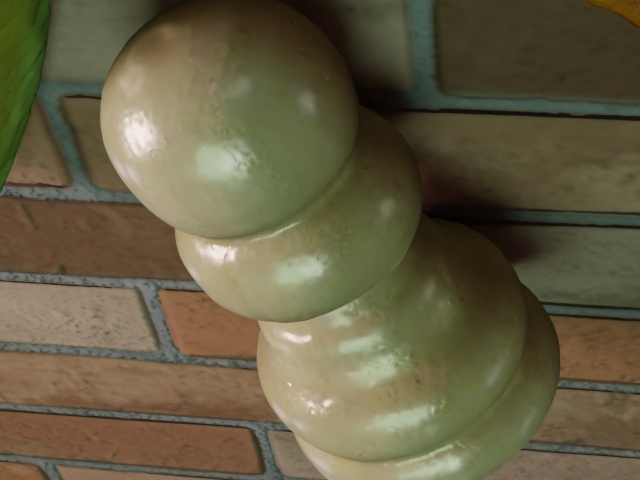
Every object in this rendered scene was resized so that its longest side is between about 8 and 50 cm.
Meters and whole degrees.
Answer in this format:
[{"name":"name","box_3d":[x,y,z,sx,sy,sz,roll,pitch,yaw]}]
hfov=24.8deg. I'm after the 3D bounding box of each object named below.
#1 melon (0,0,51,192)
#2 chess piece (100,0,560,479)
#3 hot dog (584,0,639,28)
[{"name":"melon","box_3d":[-0.220,-0.088,0.702,0.196,0.124,0.323,16,139,-23]},{"name":"chess piece","box_3d":[0.000,0.000,0.759,0.167,0.167,0.299,-10,139,26]},{"name":"hot dog","box_3d":[0.051,-0.171,0.560,0.286,0.061,0.088,29,139,-25]}]
